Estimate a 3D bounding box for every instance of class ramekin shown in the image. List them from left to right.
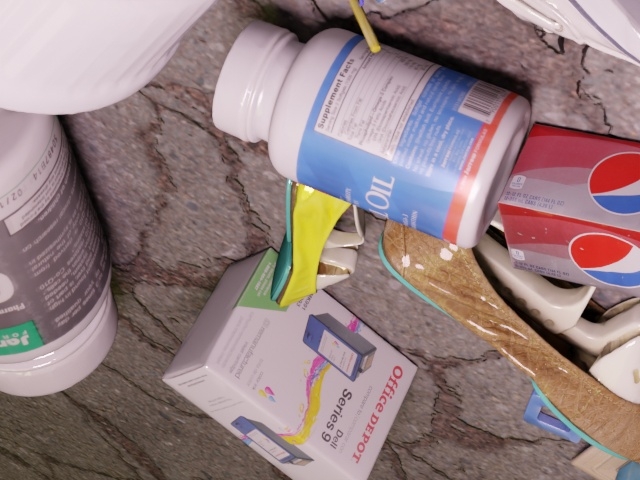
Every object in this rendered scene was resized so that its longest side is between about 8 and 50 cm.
[{"bbox_3d":[-0.168,-0.231,0.937,0.277,0.277,0.135,40,142,-19],"label":"ramekin"}]

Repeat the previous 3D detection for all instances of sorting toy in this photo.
[{"bbox_3d":[0.356,0.242,1.441,0.348,0.047,0.196,30,150,-3],"label":"sorting toy"}]

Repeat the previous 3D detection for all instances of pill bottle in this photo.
[{"bbox_3d":[-0.323,-0.006,1.475,0.204,0.204,0.361,17,149,20],"label":"pill bottle"},{"bbox_3d":[0.036,-0.088,1.125,0.221,0.124,0.124,22,150,13],"label":"pill bottle"}]

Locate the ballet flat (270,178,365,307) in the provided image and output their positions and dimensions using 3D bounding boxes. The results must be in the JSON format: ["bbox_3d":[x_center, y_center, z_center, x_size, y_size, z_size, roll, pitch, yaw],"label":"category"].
[{"bbox_3d":[0.000,0.000,1.350,0.077,0.077,0.231,10,147,-1],"label":"ballet flat"}]

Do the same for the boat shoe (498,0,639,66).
[{"bbox_3d":[0.153,-0.171,0.929,0.267,0.096,0.088,31,154,-2],"label":"boat shoe"}]

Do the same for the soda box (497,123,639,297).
[{"bbox_3d":[0.270,-0.008,1.090,0.263,0.083,0.092,13,148,24],"label":"soda box"}]

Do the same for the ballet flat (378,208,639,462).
[{"bbox_3d":[0.206,0.063,1.256,0.342,0.116,0.124,41,129,-13],"label":"ballet flat"}]

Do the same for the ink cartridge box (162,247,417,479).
[{"bbox_3d":[-0.026,0.135,1.490,0.212,0.154,0.093,41,147,-19],"label":"ink cartridge box"}]

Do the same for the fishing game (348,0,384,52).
[{"bbox_3d":[0.024,-0.240,0.901,0.041,0.189,0.264,-17,145,-9],"label":"fishing game"}]
